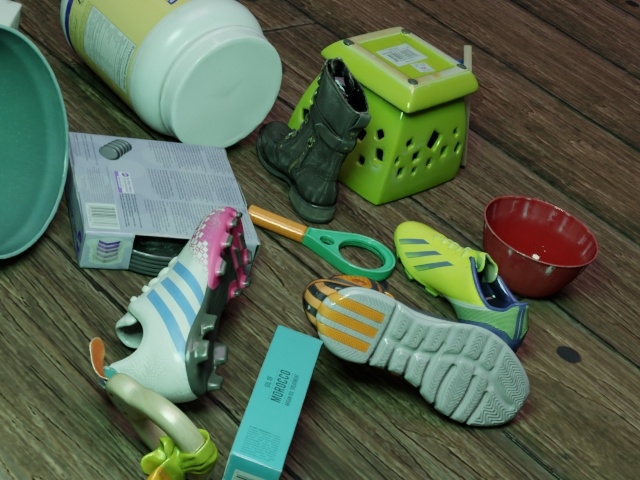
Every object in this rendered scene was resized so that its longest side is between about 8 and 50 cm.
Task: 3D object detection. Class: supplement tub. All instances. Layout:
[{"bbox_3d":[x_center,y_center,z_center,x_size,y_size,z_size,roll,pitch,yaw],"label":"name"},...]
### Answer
[{"bbox_3d":[-0.238,-0.314,2.036,0.241,0.241,0.331,-13,43,-39],"label":"supplement tub"}]

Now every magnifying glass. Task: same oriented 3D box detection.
[{"bbox_3d":[0.000,0.000,1.885,0.231,0.026,0.092,20,32,4],"label":"magnifying glass"}]

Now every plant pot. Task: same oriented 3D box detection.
[{"bbox_3d":[-0.487,-0.125,1.630,0.196,0.293,0.293,2,26,24],"label":"plant pot"},{"bbox_3d":[0.110,-0.218,2.100,0.227,0.207,0.228,38,38,27],"label":"plant pot"}]

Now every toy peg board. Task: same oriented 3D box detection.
[{"bbox_3d":[0.221,-0.239,2.243,0.079,0.161,0.161,3,32,4],"label":"toy peg board"}]

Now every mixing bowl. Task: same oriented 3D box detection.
[{"bbox_3d":[0.319,0.022,1.941,0.181,0.098,0.181,12,32,-8],"label":"mixing bowl"}]

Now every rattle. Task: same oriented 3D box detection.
[{"bbox_3d":[-0.219,0.218,1.393,0.199,0.130,0.143,38,80,11],"label":"rattle"}]

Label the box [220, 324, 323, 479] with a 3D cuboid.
[{"bbox_3d":[-0.059,0.210,1.468,0.060,0.100,0.244,20,33,0],"label":"box"}]

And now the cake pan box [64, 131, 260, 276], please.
[{"bbox_3d":[-0.231,-0.051,1.807,0.245,0.070,0.267,2,36,-21],"label":"cake pan box"}]

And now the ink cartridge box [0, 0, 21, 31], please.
[{"bbox_3d":[-0.546,-0.242,1.839,0.168,0.171,0.233,14,33,-7],"label":"ink cartridge box"}]

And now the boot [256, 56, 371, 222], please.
[{"bbox_3d":[-0.003,-0.179,1.960,0.091,0.229,0.263,-2,38,-29],"label":"boot"}]

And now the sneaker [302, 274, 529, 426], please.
[{"bbox_3d":[0.118,0.123,1.666,0.321,0.124,0.180,30,4,-19],"label":"sneaker"}]

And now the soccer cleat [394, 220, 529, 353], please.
[{"bbox_3d":[0.205,0.046,1.826,0.093,0.121,0.289,-5,39,-32],"label":"soccer cleat"}]

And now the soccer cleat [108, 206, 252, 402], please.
[{"bbox_3d":[-0.176,0.068,1.592,0.143,0.116,0.331,-4,36,12],"label":"soccer cleat"}]
